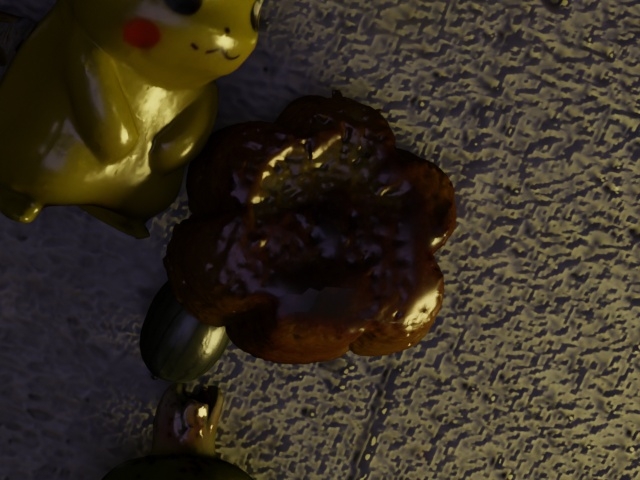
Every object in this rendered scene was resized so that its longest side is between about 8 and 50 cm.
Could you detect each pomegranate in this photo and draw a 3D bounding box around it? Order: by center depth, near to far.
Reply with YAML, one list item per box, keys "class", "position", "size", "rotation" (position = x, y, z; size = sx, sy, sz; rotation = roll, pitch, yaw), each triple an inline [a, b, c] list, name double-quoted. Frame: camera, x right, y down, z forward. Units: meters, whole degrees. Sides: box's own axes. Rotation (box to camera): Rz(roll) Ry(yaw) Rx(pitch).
- class: "pomegranate"
  position: [-0.120, 0.245, 1.218]
  size: [0.179, 0.210, 0.179]
  rotation: [11, 139, 10]

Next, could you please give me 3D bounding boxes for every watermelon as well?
- class: "watermelon"
  position: [-0.117, 0.077, 1.206]
  size: [0.078, 0.078, 0.110]
  rotation: [24, 96, -7]

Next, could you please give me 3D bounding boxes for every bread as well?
- class: "bread"
  position: [-0.006, -0.012, 1.151]
  size: [0.247, 0.135, 0.232]
  rotation: [3, 85, -13]

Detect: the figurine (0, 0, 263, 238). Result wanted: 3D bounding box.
- class: "figurine"
  position: [-0.138, -0.156, 1.087]
  size: [0.326, 0.218, 0.169]
  rotation: [-53, 57, 21]

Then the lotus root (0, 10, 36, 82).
- class: "lotus root"
  position: [-0.285, -0.136, 1.131]
  size: [0.081, 0.112, 0.122]
  rotation: [23, 106, 14]
